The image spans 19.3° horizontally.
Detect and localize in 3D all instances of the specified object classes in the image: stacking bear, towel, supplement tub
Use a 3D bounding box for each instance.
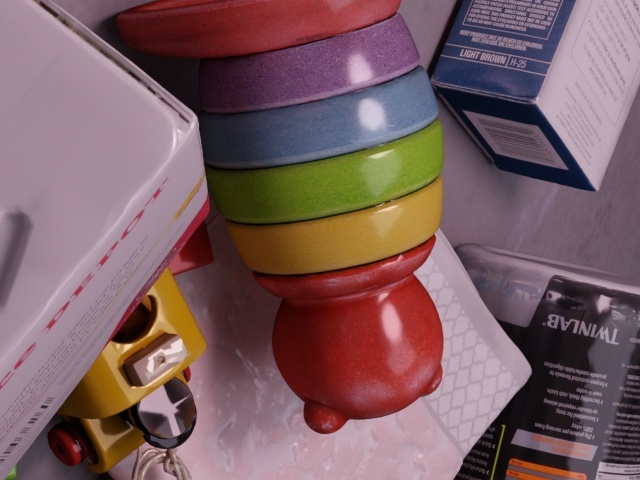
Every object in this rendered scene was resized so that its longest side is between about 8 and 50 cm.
[{"bbox_3d":[0.005,-0.025,1.198,0.175,0.164,0.289,-22,106,-35],"label":"stacking bear"},{"bbox_3d":[-0.007,0.099,1.332,0.317,0.053,0.332,-51,125,-25],"label":"towel"},{"bbox_3d":[0.171,0.185,1.589,0.207,0.207,0.338,7,97,-58],"label":"supplement tub"}]

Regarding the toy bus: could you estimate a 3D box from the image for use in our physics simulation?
[{"bbox_3d":[-0.123,0.064,1.126,0.202,0.104,0.191,17,81,-33],"label":"toy bus"}]

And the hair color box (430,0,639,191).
[{"bbox_3d":[0.225,-0.237,1.593,0.174,0.105,0.347,45,65,-56],"label":"hair color box"}]

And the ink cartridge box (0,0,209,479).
[{"bbox_3d":[-0.167,0.014,0.898,0.226,0.131,0.306,-52,176,-7],"label":"ink cartridge box"}]
